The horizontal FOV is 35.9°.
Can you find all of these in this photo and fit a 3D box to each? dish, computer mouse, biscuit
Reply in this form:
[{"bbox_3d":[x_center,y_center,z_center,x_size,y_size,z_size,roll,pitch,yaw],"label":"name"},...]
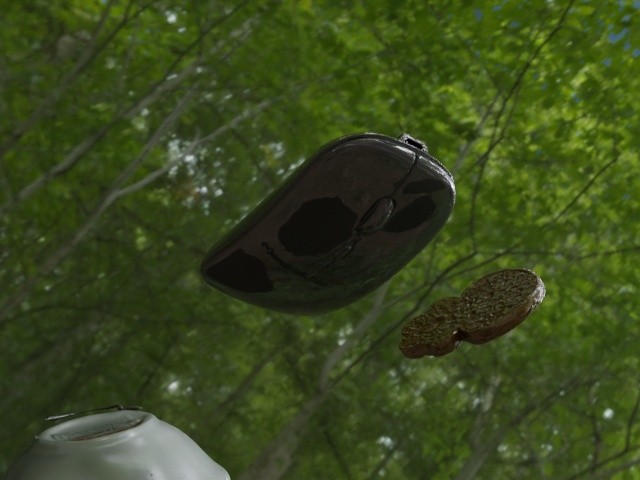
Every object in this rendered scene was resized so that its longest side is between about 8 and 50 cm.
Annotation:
[{"bbox_3d":[-0.199,0.200,0.894,0.229,0.229,0.081,-4,-85,39],"label":"dish"},{"bbox_3d":[0.000,0.001,0.741,0.120,0.057,0.232,24,-40,-28],"label":"computer mouse"},{"bbox_3d":[0.171,0.084,1.108,0.175,0.124,0.026,-25,-71,22],"label":"biscuit"}]
